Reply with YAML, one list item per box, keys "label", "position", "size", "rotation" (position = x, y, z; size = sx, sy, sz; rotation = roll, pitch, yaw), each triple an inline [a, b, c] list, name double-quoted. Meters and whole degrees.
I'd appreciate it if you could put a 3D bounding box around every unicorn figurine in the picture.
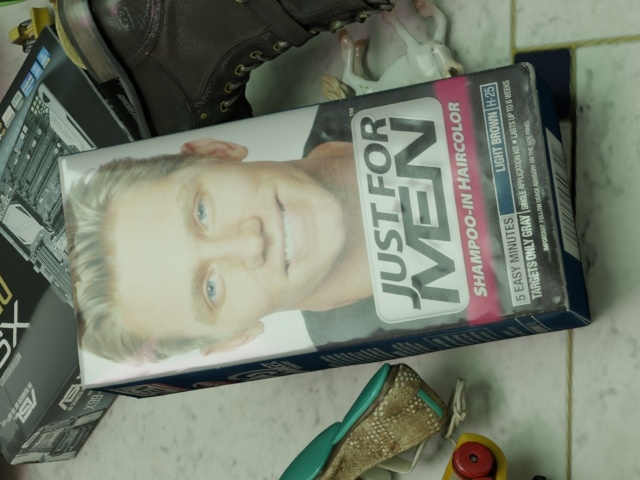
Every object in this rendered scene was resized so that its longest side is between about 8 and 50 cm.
- label: "unicorn figurine"
  position: [0.064, -0.128, 1.273]
  size: [0.162, 0.060, 0.111]
  rotation: [-51, 52, 50]

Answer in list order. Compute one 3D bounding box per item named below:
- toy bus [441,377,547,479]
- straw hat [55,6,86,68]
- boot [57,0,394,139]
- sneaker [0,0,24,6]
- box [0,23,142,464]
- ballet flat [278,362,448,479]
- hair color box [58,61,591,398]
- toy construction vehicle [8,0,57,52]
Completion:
- label: "toy bus"
  position: [0.125, 0.218, 1.162]
  size: [0.104, 0.191, 0.202]
  rotation: [13, 99, -3]
- label: "straw hat"
  position: [-0.148, -0.196, 1.453]
  size: [0.144, 0.061, 0.144]
  rotation: [-7, 73, 22]
- label: "boot"
  position: [-0.045, -0.144, 1.270]
  size: [0.229, 0.263, 0.091]
  rotation: [-19, 42, 28]
- label: "sneaker"
  position: [-0.193, -0.294, 1.345]
  size: [0.482, 0.202, 0.185]
  rotation: [-3, 81, 23]
- label: "box"
  position: [-0.230, 0.006, 1.506]
  size: [0.307, 0.076, 0.242]
  rotation: [-53, 57, 25]
- label: "ballet flat"
  position: [0.031, 0.160, 1.266]
  size: [0.067, 0.073, 0.206]
  rotation: [33, 144, -5]
- label: "hair color box"
  position: [0.000, 0.000, 1.200]
  size: [0.347, 0.105, 0.174]
  rotation: [-11, 79, 16]
- label: "toy construction vehicle"
  position: [-0.258, -0.229, 1.572]
  size: [0.098, 0.035, 0.086]
  rotation: [-23, 73, 38]
